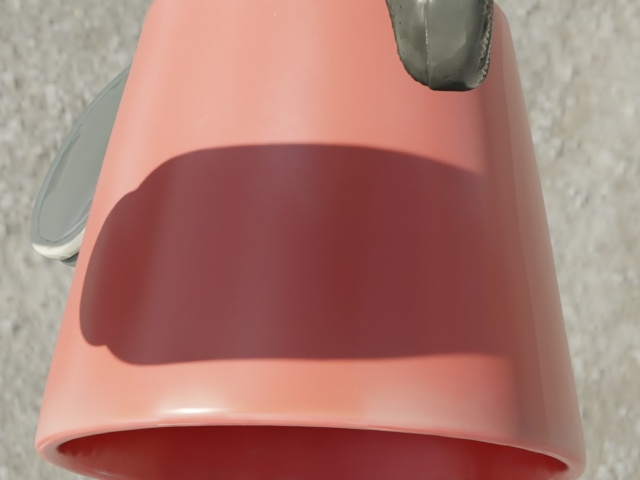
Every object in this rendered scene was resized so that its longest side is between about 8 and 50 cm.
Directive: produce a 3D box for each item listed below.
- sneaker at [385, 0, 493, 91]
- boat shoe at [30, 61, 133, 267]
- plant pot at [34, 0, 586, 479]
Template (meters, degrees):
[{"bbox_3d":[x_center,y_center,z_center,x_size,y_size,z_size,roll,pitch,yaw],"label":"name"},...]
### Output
[{"bbox_3d":[-0.019,-0.175,0.803,0.162,0.106,0.281,-9,61,1],"label":"sneaker"},{"bbox_3d":[-0.066,-0.095,1.267,0.116,0.099,0.319,12,60,50],"label":"boat shoe"},{"bbox_3d":[0.000,0.000,0.984,0.275,0.275,0.243,2,74,1],"label":"plant pot"}]
